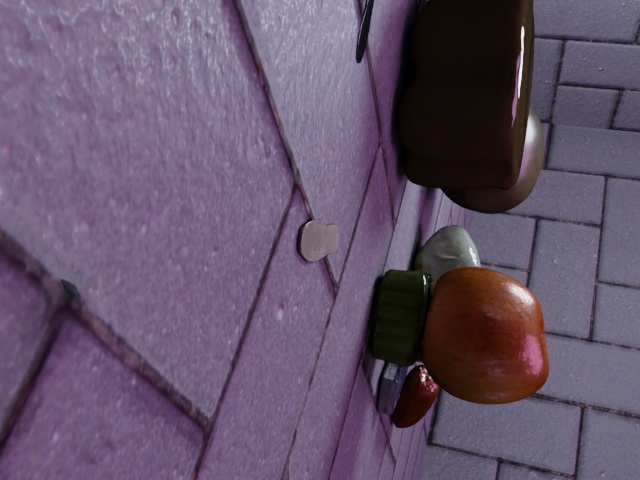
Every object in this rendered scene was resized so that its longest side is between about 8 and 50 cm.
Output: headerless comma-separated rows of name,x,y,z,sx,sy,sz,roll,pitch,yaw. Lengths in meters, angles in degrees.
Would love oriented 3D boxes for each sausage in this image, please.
sausage,0.267,0.449,1.961,0.348,0.094,0.097,95,13,-58

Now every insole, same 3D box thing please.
insole,0.073,-0.352,1.096,0.053,0.002,0.152,22,78,-73
insole,0.000,0.000,1.023,0.192,0.010,0.063,-5,103,-73

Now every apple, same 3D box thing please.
apple,0.364,0.212,1.526,0.299,0.275,0.298,7,90,-72

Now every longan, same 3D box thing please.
longan,0.481,-0.260,2.025,0.361,0.361,0.360,9,90,-74

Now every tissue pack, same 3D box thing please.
tissue pack,0.189,0.361,1.800,0.156,0.051,0.112,-51,149,-61

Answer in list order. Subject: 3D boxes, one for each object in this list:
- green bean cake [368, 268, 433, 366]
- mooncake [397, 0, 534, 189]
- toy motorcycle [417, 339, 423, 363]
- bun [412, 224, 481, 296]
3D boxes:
green bean cake,0.185,0.170,1.568,0.200,0.113,0.214,20,80,-77
mooncake,0.332,-0.338,1.541,0.467,0.262,0.466,8,90,-72
toy motorcycle,0.275,0.243,1.898,0.274,0.125,0.187,61,26,-74
bun,0.342,0.103,1.979,0.283,0.179,0.283,177,-90,-84
